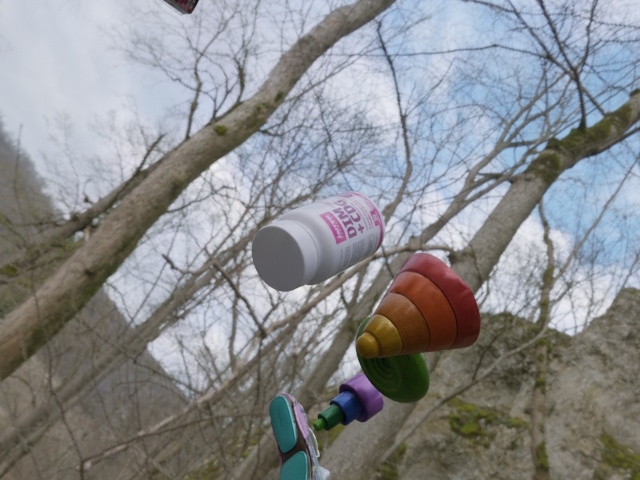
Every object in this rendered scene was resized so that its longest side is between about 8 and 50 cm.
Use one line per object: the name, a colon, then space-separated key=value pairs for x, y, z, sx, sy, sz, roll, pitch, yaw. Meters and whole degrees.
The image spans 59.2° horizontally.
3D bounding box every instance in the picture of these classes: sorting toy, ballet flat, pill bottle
sorting toy: x=0.060 y=0.164 z=0.710 sx=0.127 sy=0.126 sz=0.365 roll=51 pitch=-34 yaw=22
ballet flat: x=-0.029 y=0.341 z=0.879 sx=0.079 sy=0.077 sz=0.221 roll=33 pitch=24 yaw=-34
pill bottle: x=0.000 y=0.000 z=1.173 sx=0.161 sy=0.283 sz=0.160 roll=13 pitch=-67 yaw=33

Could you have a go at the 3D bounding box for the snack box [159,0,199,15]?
snack box: x=-0.147 y=-0.271 z=0.464 sx=0.141 sy=0.100 sz=0.037 roll=28 pitch=1 yaw=-36
